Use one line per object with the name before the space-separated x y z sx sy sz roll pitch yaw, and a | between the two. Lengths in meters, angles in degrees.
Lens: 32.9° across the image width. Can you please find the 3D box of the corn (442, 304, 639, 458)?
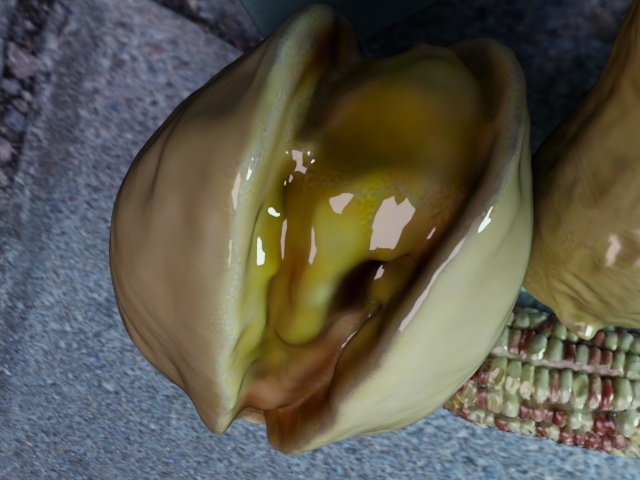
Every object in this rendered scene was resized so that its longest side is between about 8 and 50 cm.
corn | 0.178 0.087 0.604 0.237 0.079 0.079 11 139 17

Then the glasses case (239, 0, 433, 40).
glasses case | -0.050 -0.193 0.440 0.105 0.056 0.266 -8 129 39

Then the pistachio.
pistachio | 0.000 0.000 0.506 0.187 0.187 0.299 30 156 -1

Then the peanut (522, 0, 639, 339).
peanut | 0.153 -0.044 0.439 0.101 0.117 0.263 -1 144 -19
